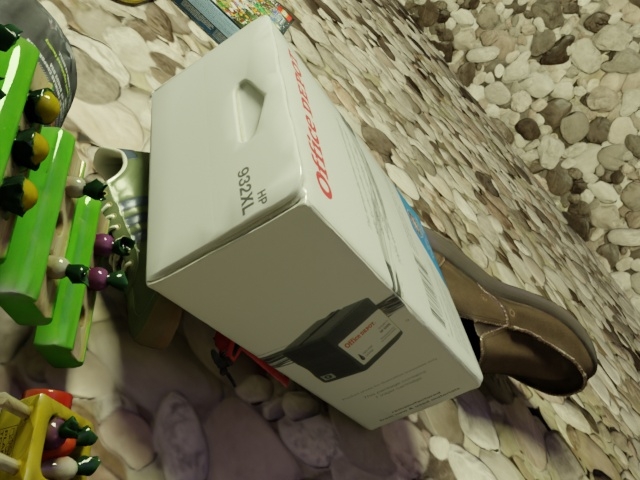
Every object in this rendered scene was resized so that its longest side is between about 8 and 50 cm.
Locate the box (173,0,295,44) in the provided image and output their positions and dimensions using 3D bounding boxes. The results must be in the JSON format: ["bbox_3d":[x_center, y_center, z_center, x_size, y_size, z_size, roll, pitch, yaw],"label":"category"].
[{"bbox_3d":[-0.131,-0.368,0.994,0.159,0.044,0.233,40,28,-16],"label":"box"}]

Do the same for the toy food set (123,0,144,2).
[{"bbox_3d":[-0.249,-0.387,0.816,0.128,0.071,0.218,42,28,-13],"label":"toy food set"}]

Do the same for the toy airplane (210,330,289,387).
[{"bbox_3d":[-0.074,0.058,0.539,0.151,0.028,0.151,52,24,-36],"label":"toy airplane"}]

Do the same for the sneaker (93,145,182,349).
[{"bbox_3d":[-0.152,-0.005,0.488,0.086,0.064,0.192,20,40,-26],"label":"sneaker"}]

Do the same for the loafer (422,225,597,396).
[{"bbox_3d":[0.193,0.120,0.787,0.366,0.134,0.130,29,55,-15],"label":"loafer"}]

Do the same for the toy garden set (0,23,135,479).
[{"bbox_3d":[-0.139,0.015,0.300,0.049,0.244,0.203,1,60,-4],"label":"toy garden set"}]

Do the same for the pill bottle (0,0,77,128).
[{"bbox_3d":[-0.231,-0.052,0.348,0.130,0.130,0.245,34,30,-27],"label":"pill bottle"}]

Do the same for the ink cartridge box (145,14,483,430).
[{"bbox_3d":[0.000,0.000,0.545,0.307,0.129,0.223,45,23,-44],"label":"ink cartridge box"}]
